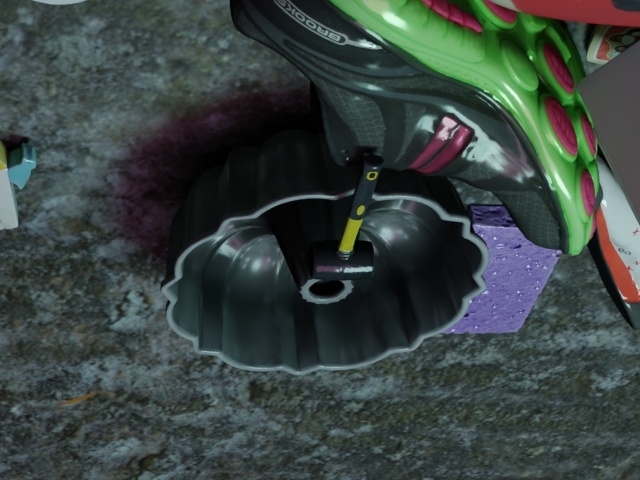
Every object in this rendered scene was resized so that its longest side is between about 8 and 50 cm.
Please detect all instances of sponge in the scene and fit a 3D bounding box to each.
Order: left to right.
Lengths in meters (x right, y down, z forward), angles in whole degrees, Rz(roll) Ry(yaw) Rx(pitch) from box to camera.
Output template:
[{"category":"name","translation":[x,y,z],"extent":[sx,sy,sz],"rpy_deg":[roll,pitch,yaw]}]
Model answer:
[{"category":"sponge","translation":[0.194,0.035,1.932],"extent":[0.117,0.031,0.210],"rpy_deg":[0,145,-15]}]

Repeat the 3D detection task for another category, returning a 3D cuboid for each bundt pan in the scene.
[{"category":"bundt pan","translation":[0.000,0.000,1.757],"extent":[0.331,0.124,0.331],"rpy_deg":[-5,145,-4]}]

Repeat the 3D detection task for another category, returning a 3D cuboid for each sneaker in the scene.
[{"category":"sneaker","translation":[0.101,-0.140,1.564],"extent":[0.202,0.185,0.483],"rpy_deg":[-17,139,33]},{"category":"sneaker","translation":[0.347,-0.032,1.831],"extent":[0.145,0.090,0.270],"rpy_deg":[-31,131,0]}]

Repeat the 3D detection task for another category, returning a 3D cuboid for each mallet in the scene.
[{"category":"mallet","translation":[0.040,-0.019,1.584],"extent":[0.062,0.039,0.190],"rpy_deg":[4,148,-17]}]

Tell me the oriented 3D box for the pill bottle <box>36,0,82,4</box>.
[{"category":"pill bottle","translation":[-0.151,-0.317,1.218],"extent":[0.176,0.176,0.318],"rpy_deg":[10,142,-25]}]

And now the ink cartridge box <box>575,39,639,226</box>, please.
[{"category":"ink cartridge box","translation":[0.404,-0.103,1.500],"extent":[0.270,0.197,0.198],"rpy_deg":[-35,146,24]}]

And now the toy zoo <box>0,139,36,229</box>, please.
[{"category":"toy zoo","translation":[-0.415,-0.056,1.665],"extent":[0.293,0.030,0.192],"rpy_deg":[-12,145,4]}]

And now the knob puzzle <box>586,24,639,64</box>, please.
[{"category":"knob puzzle","translation":[0.336,-0.184,1.604],"extent":[0.213,0.030,0.213],"rpy_deg":[-1,163,0]}]

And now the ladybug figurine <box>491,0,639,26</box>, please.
[{"category":"ladybug figurine","translation":[0.270,-0.244,1.224],"extent":[0.449,0.162,0.305],"rpy_deg":[2,172,20]}]
